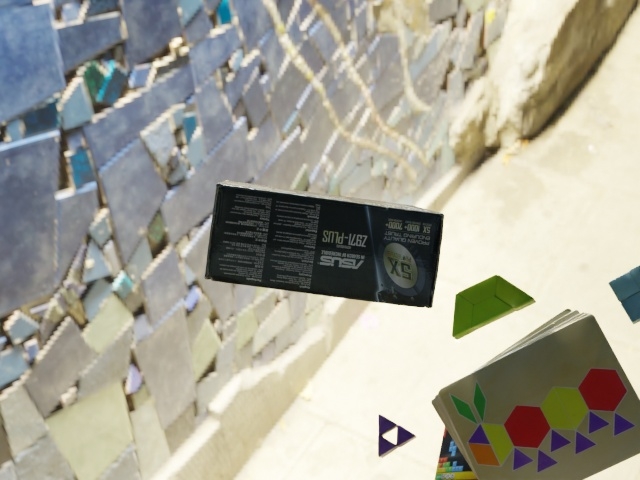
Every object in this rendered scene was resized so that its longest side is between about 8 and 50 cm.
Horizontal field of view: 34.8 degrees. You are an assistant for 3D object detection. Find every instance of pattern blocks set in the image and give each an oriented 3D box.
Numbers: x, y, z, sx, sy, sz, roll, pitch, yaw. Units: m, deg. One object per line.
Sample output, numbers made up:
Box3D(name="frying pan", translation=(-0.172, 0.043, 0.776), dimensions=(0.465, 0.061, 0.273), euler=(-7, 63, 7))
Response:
Box3D(name="pattern blocks set", translation=(0.208, 0.167, 0.968), dimensions=(0.324, 0.026, 0.285), euler=(-21, 70, 15))

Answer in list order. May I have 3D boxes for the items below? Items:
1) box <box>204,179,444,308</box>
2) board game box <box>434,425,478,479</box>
Box3D(name="box", translation=(0.000, 0.000, 0.851), dimensions=(0.180, 0.078, 0.147), euler=(8, 3, -4))
Box3D(name="board game box", translation=(0.255, 0.297, 1.525), dimensions=(0.170, 0.048, 0.141), euler=(-20, 50, 50))
